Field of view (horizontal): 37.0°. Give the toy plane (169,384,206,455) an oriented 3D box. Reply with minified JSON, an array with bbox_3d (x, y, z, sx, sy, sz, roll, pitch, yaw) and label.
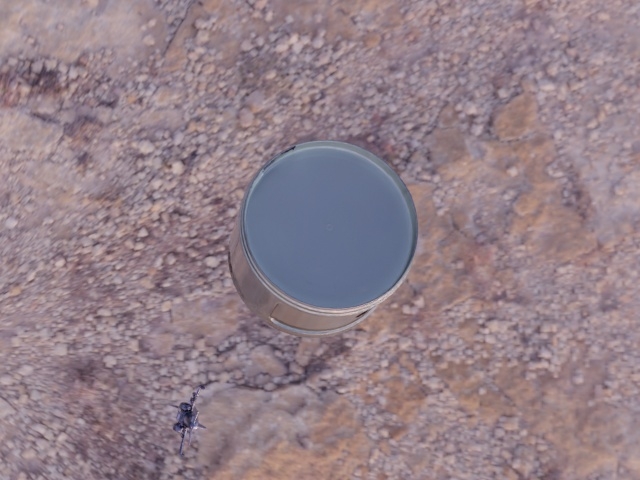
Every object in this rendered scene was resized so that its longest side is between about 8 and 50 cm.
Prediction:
[{"bbox_3d":[-0.144,0.190,1.036,0.031,0.083,0.079,17,93,-22],"label":"toy plane"}]

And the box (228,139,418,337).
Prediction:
[{"bbox_3d":[0.000,0.000,1.226,0.226,0.149,0.226,3,72,-10],"label":"box"}]
